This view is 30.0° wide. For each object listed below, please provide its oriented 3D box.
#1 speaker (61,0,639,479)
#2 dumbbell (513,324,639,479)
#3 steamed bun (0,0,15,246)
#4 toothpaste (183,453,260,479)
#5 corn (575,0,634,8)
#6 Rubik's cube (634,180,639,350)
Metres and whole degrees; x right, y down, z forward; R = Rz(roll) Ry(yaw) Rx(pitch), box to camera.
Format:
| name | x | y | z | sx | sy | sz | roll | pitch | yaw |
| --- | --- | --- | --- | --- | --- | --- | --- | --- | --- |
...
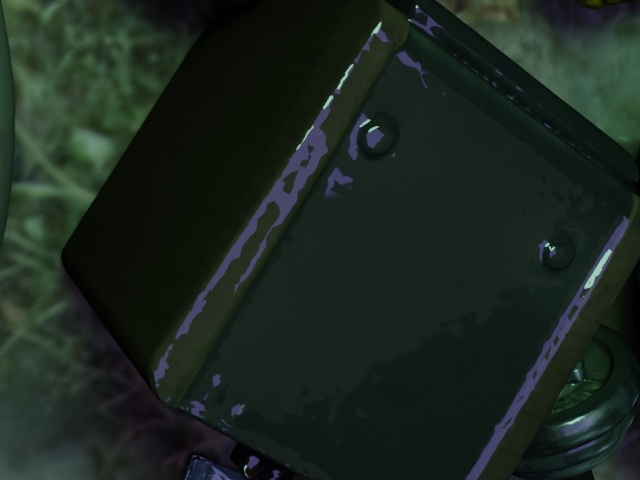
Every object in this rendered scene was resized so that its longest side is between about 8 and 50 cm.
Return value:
| name | x | y | z | sx | sy | sz | roll | pitch | yaw |
| --- | --- | --- | --- | --- | --- | --- | --- | --- | --- |
| speaker | 0.000 | 0.000 | 0.543 | 0.153 | 0.231 | 0.192 | 32 | 89 | -23 |
| dumbbell | 0.152 | 0.156 | 0.706 | 0.110 | 0.110 | 0.254 | -26 | 115 | -14 |
| steamed bun | -0.261 | -0.064 | 0.383 | 0.334 | 0.334 | 0.373 | -18 | 105 | -16 |
| toothpaste | 0.012 | 0.176 | 0.690 | 0.205 | 0.036 | 0.056 | 19 | 92 | -18 |
| corn | 0.250 | -0.224 | 0.668 | 0.313 | 0.102 | 0.102 | -36 | 110 | -7 |
| Rubik's cube | 0.315 | 0.014 | 0.644 | 0.319 | 0.319 | 0.264 | 14 | 121 | -22 |
